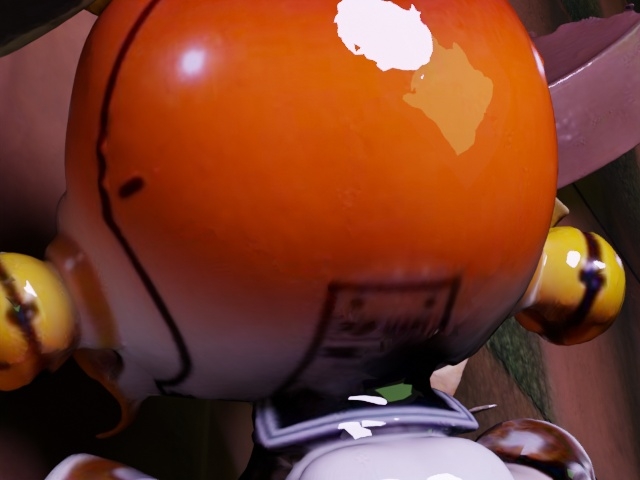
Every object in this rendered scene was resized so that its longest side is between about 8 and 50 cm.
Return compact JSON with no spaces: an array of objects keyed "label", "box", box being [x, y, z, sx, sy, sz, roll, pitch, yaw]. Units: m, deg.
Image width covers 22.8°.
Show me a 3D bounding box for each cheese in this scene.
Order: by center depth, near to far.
[{"label":"cheese","box":[0.256,-0.147,1.713,0.177,0.203,0.128,-45,117,-35]}]

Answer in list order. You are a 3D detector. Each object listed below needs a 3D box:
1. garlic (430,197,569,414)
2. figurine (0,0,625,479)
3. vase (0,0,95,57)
[{"label":"garlic","box":[0.076,0.034,1.078,0.115,0.128,0.207,109,5,-59]},{"label":"figurine","box":[0.002,0.001,0.678,0.320,0.196,0.323,-4,80,-23]},{"label":"vase","box":[-0.154,-0.226,0.596,0.329,0.241,0.302,-13,70,-47]}]
